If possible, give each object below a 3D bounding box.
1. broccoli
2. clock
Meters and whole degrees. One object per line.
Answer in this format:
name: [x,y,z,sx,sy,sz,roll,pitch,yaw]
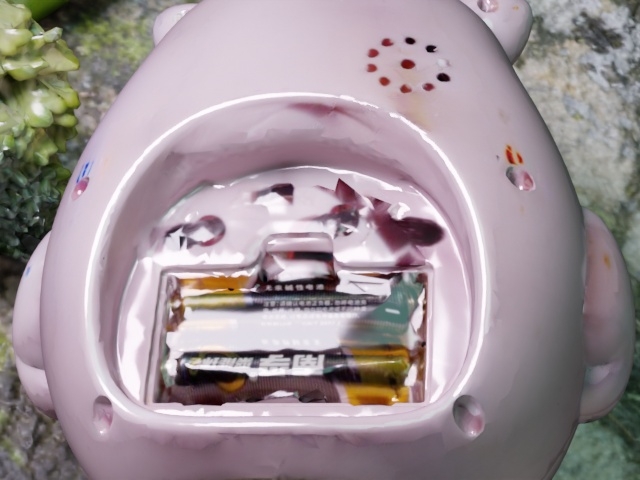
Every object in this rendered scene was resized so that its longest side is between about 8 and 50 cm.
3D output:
broccoli: [-0.241,-0.149,1.048,0.397,0.275,0.353,-3,71,-36]
clock: [0.000,0.000,0.925,0.368,0.250,0.376,-1,63,9]
